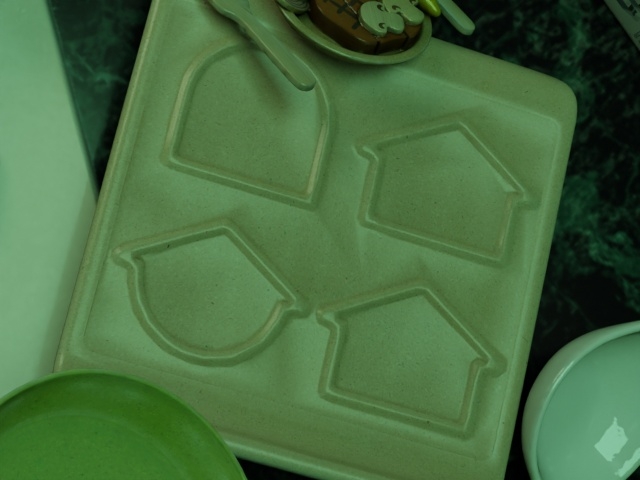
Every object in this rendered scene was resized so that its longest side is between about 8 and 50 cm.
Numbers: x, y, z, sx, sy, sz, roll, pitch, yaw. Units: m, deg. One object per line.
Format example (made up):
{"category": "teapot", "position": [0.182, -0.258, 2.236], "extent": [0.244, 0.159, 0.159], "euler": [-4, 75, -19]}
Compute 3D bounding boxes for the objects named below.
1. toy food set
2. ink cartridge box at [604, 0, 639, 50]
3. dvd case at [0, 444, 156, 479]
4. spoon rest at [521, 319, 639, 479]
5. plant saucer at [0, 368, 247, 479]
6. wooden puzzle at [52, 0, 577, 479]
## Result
{"category": "toy food set", "position": [0.022, -0.176, 1.325], "extent": [0.192, 0.038, 0.132], "euler": [-25, 63, -42]}
{"category": "ink cartridge box", "position": [0.286, -0.228, 1.421], "extent": [0.127, 0.128, 0.176], "euler": [-35, 88, -20]}
{"category": "dvd case", "position": [-0.185, 0.214, 1.117], "extent": [0.253, 0.022, 0.180], "euler": [2, 76, -41]}
{"category": "spoon rest", "position": [0.242, 0.080, 1.354], "extent": [0.276, 0.084, 0.137], "euler": [-47, 133, -22]}
{"category": "plant saucer", "position": [-0.136, 0.198, 1.122], "extent": [0.241, 0.037, 0.241], "euler": [14, 67, -36]}
{"category": "wooden puzzle", "position": [0.000, 0.000, 1.319], "extent": [0.322, 0.080, 0.348], "euler": [17, 69, -13]}
